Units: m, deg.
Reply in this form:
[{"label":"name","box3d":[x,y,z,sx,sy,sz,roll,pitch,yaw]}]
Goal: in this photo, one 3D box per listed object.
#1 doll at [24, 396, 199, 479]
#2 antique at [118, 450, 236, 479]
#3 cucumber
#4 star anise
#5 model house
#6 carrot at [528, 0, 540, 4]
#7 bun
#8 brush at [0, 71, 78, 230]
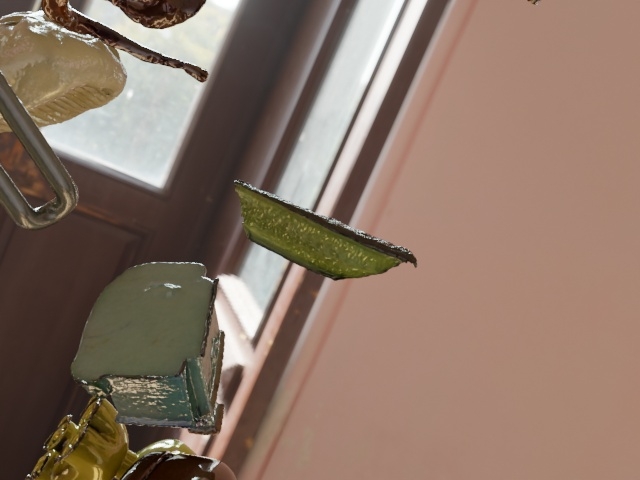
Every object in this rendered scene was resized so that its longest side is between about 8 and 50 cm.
[{"label":"doll","box3d":[-0.182,0.262,1.004,0.221,0.135,0.143,38,35,-17]},{"label":"antique","box3d":[-0.128,0.318,0.793,0.129,0.278,0.223,7,-13,8]},{"label":"cucumber","box3d":[0.000,0.000,1.071,0.220,0.070,0.046,24,28,6]},{"label":"star anise","box3d":[-0.108,-0.135,0.490,0.097,0.070,0.191,30,1,41]},{"label":"model house","box3d":[-0.141,0.119,0.891,0.119,0.148,0.148,-4,41,8]},{"label":"carrot","box3d":[0.349,-0.401,1.386,0.048,0.139,0.048,31,38,-27]},{"label":"bun","box3d":[-0.353,-0.216,1.191,0.231,0.133,0.231,-17,1,0]},{"label":"brush","box3d":[-0.143,-0.104,0.271,0.266,0.062,0.027,62,-7,-31]}]
